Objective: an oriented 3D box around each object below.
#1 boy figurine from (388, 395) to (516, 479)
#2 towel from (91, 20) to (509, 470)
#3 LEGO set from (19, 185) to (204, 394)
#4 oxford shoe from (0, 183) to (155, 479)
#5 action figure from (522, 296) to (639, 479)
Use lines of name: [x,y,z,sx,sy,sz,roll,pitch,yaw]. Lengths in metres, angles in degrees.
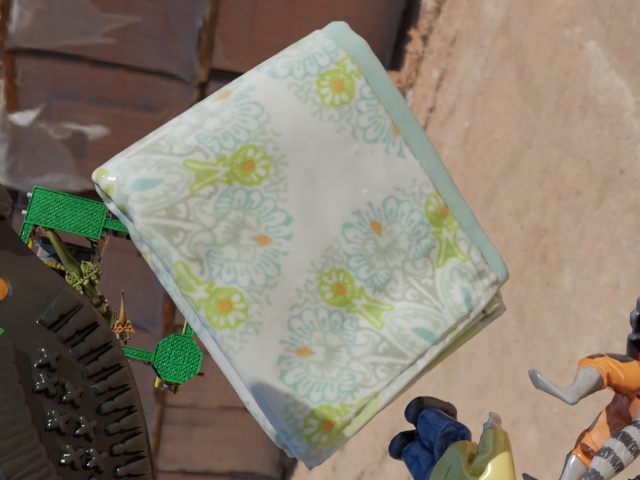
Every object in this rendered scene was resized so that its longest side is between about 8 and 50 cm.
boy figurine: [0.184,0.292,1.078,0.285,0.092,0.177,42,114,58]
towel: [0.000,0.000,0.953,0.375,0.320,0.090,56,157,-6]
LEGO set: [-0.284,0.072,1.223,0.192,0.331,0.255,135,140,-73]
oxford shoe: [-0.152,0.056,0.412,0.096,0.082,0.227,-40,78,40]
action figure: [0.415,0.235,1.116,0.178,0.330,0.342,-136,33,-63]
